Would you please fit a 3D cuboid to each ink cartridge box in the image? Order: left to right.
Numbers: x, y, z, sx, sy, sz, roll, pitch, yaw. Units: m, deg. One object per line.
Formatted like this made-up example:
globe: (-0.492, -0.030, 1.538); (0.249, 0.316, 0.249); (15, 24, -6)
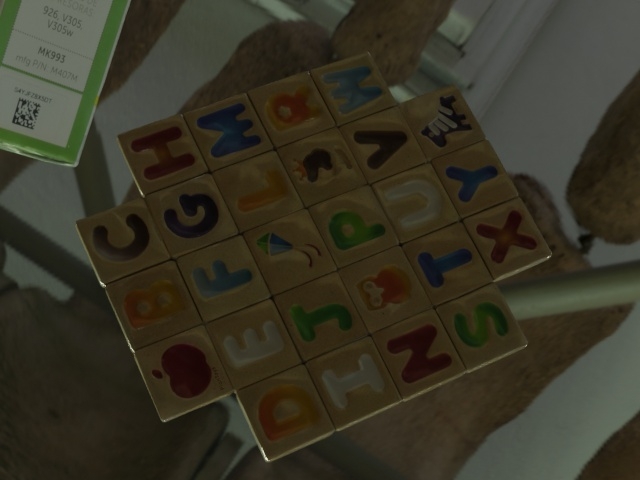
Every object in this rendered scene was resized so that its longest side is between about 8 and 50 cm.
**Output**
ink cartridge box: (-0.125, -0.146, 0.495); (0.062, 0.109, 0.209); (15, -86, -49)

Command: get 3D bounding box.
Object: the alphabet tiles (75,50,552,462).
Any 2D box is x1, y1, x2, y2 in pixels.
alphabet tiles: (0.000, 0.000, 0.915); (0.342, 0.011, 0.285); (-21, -107, -17)
